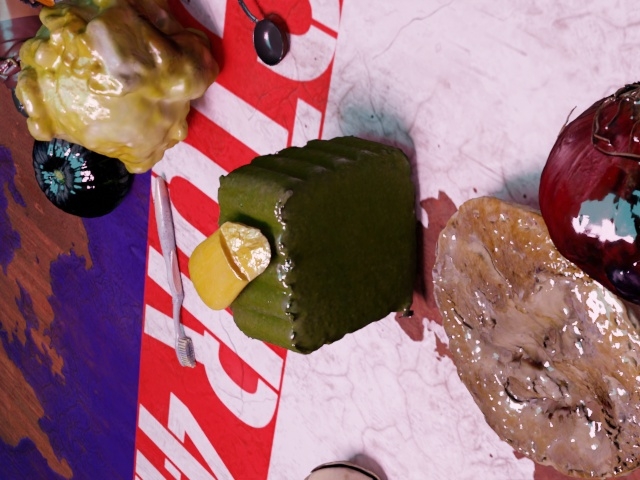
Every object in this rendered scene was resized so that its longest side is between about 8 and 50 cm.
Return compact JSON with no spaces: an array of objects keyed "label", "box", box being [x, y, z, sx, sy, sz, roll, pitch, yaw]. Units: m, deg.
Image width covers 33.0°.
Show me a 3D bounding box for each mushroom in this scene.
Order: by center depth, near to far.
[{"label":"mushroom","box":[0.035,0.410,1.704,0.154,0.123,0.154,7,132,8]}]

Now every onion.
[{"label":"onion","box":[0.352,-0.056,1.026,0.280,0.221,0.281,14,131,17]}]

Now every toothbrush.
[{"label":"toothbrush","box":[-0.268,0.062,1.964,0.037,0.028,0.376,11,116,41]}]

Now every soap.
[{"label":"soap","box":[-0.121,0.028,1.358,0.089,0.033,0.168,57,140,11]}]

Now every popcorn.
[{"label":"popcorn","box":[-0.329,-0.260,1.696,0.312,0.312,0.312,25,125,41]}]

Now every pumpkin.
[{"label":"pumpkin","box":[-0.437,-0.138,1.984,0.201,0.140,0.202,16,122,28]}]

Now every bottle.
[{"label":"bottle","box":[-0.542,-0.361,1.987,0.143,0.156,0.271,-1,102,56]}]

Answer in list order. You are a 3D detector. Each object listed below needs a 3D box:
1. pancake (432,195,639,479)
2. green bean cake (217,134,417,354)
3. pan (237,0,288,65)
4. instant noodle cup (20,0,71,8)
[{"label":"pancake","box":[0.261,0.113,1.272,0.387,0.082,0.387,46,152,34]},{"label":"green bean cake","box":[0.000,0.000,1.433,0.156,0.249,0.247,15,119,45]},{"label":"pan","box":[-0.082,-0.308,1.568,0.115,0.023,0.068,58,142,8]},{"label":"instant noodle cup","box":[-0.437,-0.458,1.820,0.125,0.177,0.208,34,151,18]}]
